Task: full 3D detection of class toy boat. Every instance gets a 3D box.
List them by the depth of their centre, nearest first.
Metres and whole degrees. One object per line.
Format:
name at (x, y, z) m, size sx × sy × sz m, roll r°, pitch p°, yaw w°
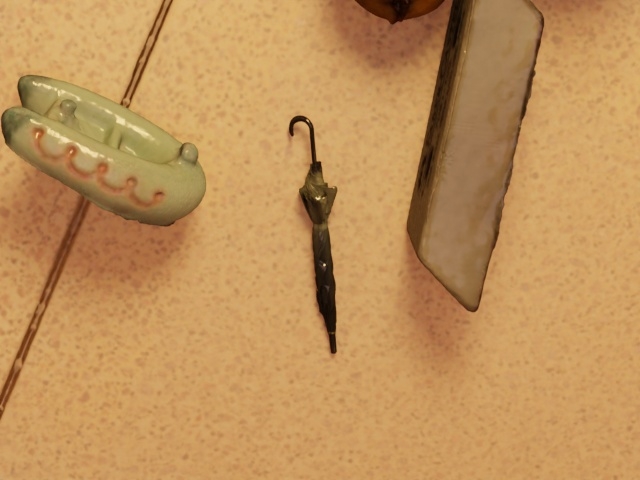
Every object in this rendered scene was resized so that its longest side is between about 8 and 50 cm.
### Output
toy boat at (-0.200, -0.094, 1.198) m, size 0.208 × 0.134 × 0.079 m, roll 30°, pitch 113°, yaw -15°

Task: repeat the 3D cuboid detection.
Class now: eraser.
eraser at (0.148, -0.110, 1.234) m, size 0.077 × 0.111 × 0.352 m, roll 8°, pitch 108°, yaw -8°

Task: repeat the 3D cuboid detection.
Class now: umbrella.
umbrella at (0.005, 0.000, 1.299) m, size 0.044 × 0.044 × 0.269 m, roll 0°, pitch 112°, yaw 25°

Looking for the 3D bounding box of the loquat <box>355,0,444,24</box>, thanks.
loquat at (0.075, -0.277, 1.162) m, size 0.141 × 0.141 × 0.141 m, roll -1°, pitch 109°, yaw -4°
